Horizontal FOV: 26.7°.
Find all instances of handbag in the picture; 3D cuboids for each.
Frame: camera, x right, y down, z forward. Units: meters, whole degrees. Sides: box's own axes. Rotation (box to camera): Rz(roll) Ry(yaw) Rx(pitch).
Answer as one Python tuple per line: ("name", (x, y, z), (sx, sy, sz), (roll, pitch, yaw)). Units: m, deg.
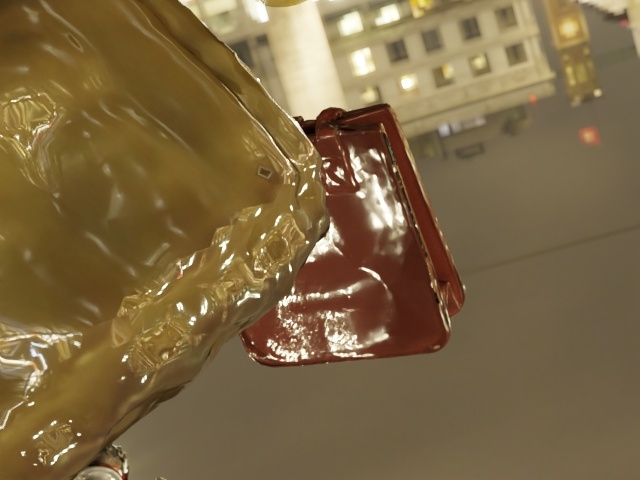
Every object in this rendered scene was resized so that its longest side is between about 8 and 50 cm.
("handbag", (0.001, 0.000, 1.413), (0.260, 0.275, 0.084), (-9, -153, 30))

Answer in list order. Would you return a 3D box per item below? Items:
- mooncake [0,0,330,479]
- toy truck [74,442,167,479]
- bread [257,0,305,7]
("mooncake", (-0.147, 0.023, 0.634), (0.324, 0.187, 0.324), (-44, 180, 0))
("toy truck", (-0.241, 0.236, 1.169), (0.286, 0.111, 0.136), (22, -160, -23))
("bread", (-0.020, -0.288, 0.769), (0.142, 0.305, 0.091), (-17, 166, 23))
